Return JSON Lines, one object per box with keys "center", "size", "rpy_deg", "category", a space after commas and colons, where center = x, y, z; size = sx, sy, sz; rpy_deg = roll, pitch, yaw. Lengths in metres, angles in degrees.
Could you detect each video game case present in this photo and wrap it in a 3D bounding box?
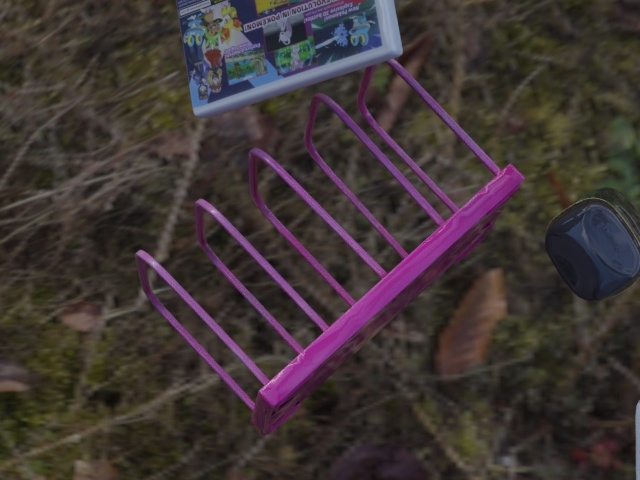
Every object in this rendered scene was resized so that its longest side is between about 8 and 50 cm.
{"center": [-0.034, -0.212, 1.511], "size": [0.023, 0.201, 0.183], "rpy_deg": [4, 75, -56], "category": "video game case"}

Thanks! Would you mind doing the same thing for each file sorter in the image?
{"center": [0.000, 0.000, 1.636], "size": [0.291, 0.202, 0.182], "rpy_deg": [-42, 83, -12], "category": "file sorter"}

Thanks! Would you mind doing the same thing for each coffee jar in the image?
{"center": [0.270, 0.003, 1.791], "size": [0.079, 0.184, 0.096], "rpy_deg": [-34, 86, 14], "category": "coffee jar"}

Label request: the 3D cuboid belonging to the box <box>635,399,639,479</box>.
{"center": [0.340, 0.156, 0.833], "size": [0.345, 0.215, 0.168], "rpy_deg": [6, 81, -34], "category": "box"}
